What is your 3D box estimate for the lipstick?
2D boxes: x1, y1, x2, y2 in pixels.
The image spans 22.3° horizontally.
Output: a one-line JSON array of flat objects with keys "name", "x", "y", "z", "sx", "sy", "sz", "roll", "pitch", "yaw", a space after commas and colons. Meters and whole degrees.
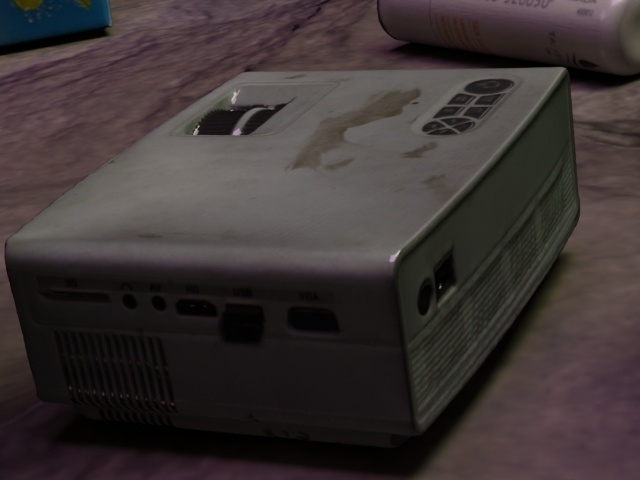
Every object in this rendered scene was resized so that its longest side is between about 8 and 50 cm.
[{"name": "lipstick", "x": 0.085, "y": -0.098, "z": 0.707, "sx": 0.040, "sy": 0.040, "sz": 0.141, "roll": -24, "pitch": 26, "yaw": -35}]

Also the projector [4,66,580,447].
[{"name": "projector", "x": 0.000, "y": 0.000, "z": 0.457, "sx": 0.115, "sy": 0.061, "sz": 0.147, "roll": 3, "pitch": 24, "yaw": 24}]

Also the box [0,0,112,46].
[{"name": "box", "x": -0.219, "y": -0.146, "z": 0.892, "sx": 0.194, "sy": 0.073, "sz": 0.139, "roll": -11, "pitch": 21, "yaw": -8}]
